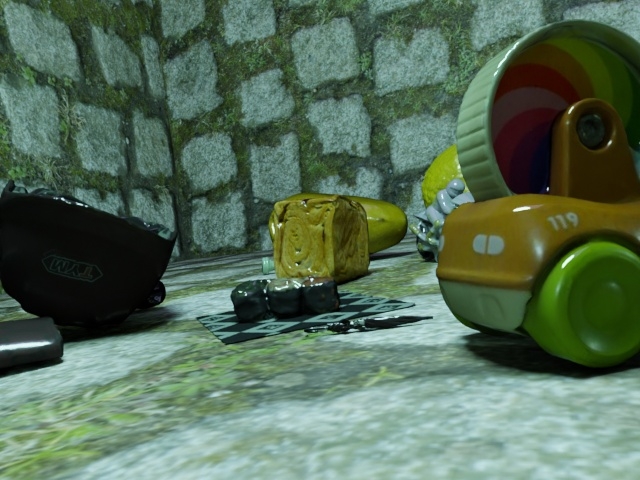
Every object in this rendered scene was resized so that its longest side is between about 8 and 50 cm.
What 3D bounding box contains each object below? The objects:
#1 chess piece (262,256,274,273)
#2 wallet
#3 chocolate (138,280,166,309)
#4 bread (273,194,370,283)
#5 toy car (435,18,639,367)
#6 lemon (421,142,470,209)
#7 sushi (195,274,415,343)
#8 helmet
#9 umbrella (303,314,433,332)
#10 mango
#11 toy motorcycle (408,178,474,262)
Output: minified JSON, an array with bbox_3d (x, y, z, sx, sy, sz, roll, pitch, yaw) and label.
[{"bbox_3d":[-0.095,0.060,1.328,0.093,0.042,0.042,-2,1,-7],"label":"chess piece"},{"bbox_3d":[-0.394,0.119,0.563,0.229,0.049,0.182,-7,1,-31],"label":"wallet"},{"bbox_3d":[-0.332,0.100,0.904,0.147,0.070,0.072,2,-10,-8],"label":"chocolate"},{"bbox_3d":[0.000,0.000,0.967,0.149,0.158,0.143,-8,-3,30],"label":"bread"},{"bbox_3d":[0.190,-0.042,0.382,0.235,0.235,0.145,-8,2,-12],"label":"toy car"},{"bbox_3d":[0.382,-0.115,1.299,0.268,0.268,0.321,-7,-2,27],"label":"lemon"},{"bbox_3d":[-0.033,0.065,0.672,0.219,0.047,0.231,-9,2,-20],"label":"sushi"},{"bbox_3d":[-0.332,0.032,0.751,0.224,0.177,0.305,20,-2,-14],"label":"helmet"},{"bbox_3d":[0.043,0.078,0.507,0.122,0.013,0.022,-9,-20,11],"label":"umbrella"},{"bbox_3d":[0.043,-0.038,1.375,0.364,0.182,0.253,-6,-3,26],"label":"mango"},{"bbox_3d":[0.245,-0.036,1.018,0.073,0.152,0.225,-9,3,-27],"label":"toy motorcycle"}]
